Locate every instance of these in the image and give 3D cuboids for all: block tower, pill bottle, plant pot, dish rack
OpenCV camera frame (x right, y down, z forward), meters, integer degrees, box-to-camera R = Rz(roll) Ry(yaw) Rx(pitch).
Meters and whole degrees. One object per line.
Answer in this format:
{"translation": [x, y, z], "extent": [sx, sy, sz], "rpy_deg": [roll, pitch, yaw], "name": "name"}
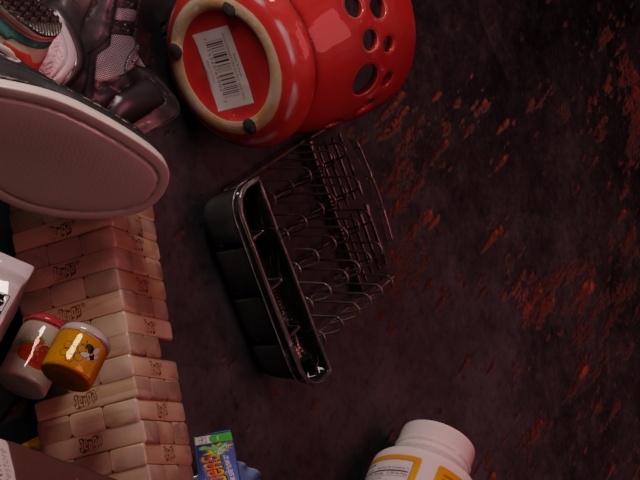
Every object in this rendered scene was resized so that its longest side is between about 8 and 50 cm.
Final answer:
{"translation": [-0.169, 0.102, 1.115], "extent": [0.091, 0.097, 0.335], "rpy_deg": [28, 48, -71], "name": "block tower"}
{"translation": [0.089, 0.294, 1.454], "extent": [0.117, 0.117, 0.215], "rpy_deg": [53, 47, -33], "name": "pill bottle"}
{"translation": [-0.032, -0.186, 1.326], "extent": [0.174, 0.191, 0.191], "rpy_deg": [-32, 109, -47], "name": "plant pot"}
{"translation": [0.000, 0.000, 1.428], "extent": [0.271, 0.074, 0.208], "rpy_deg": [-37, 114, -48], "name": "dish rack"}

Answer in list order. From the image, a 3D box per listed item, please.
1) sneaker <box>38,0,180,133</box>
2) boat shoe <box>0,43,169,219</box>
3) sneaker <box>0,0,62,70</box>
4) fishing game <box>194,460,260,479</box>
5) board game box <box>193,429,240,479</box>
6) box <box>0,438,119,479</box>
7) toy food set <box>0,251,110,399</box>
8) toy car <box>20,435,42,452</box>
{"translation": [-0.180, -0.182, 1.213], "extent": [0.153, 0.101, 0.268], "rpy_deg": [45, 57, -39], "name": "sneaker"}
{"translation": [-0.251, -0.103, 1.027], "extent": [0.302, 0.114, 0.091], "rpy_deg": [21, 37, -25], "name": "boat shoe"}
{"translation": [-0.273, -0.177, 1.092], "extent": [0.057, 0.161, 0.075], "rpy_deg": [-21, 145, -58], "name": "sneaker"}
{"translation": [-0.097, 0.293, 1.283], "extent": [0.264, 0.041, 0.189], "rpy_deg": [28, 70, -53], "name": "fishing game"}
{"translation": [-0.070, 0.278, 1.176], "extent": [0.136, 0.035, 0.201], "rpy_deg": [-115, -164, -69], "name": "board game box"}
{"translation": [-0.238, 0.208, 0.811], "extent": [0.381, 0.143, 0.191], "rpy_deg": [28, 28, -42], "name": "box"}
{"translation": [-0.256, 0.028, 1.040], "extent": [0.232, 0.111, 0.104], "rpy_deg": [23, 57, -2], "name": "toy food set"}
{"translation": [-0.188, 0.187, 1.181], "extent": [0.122, 0.040, 0.060], "rpy_deg": [1, 83, -52], "name": "toy car"}
